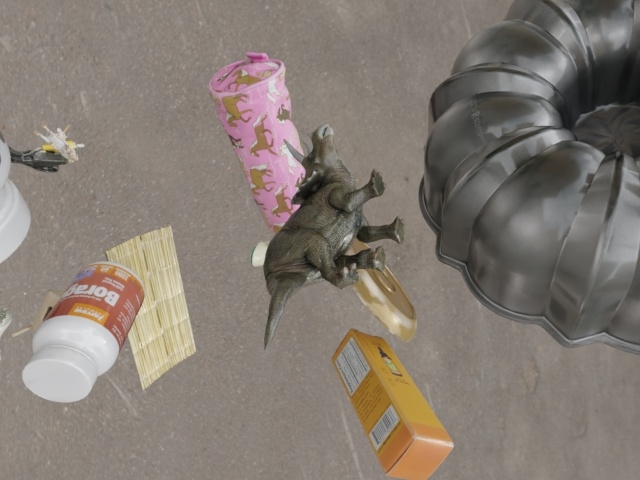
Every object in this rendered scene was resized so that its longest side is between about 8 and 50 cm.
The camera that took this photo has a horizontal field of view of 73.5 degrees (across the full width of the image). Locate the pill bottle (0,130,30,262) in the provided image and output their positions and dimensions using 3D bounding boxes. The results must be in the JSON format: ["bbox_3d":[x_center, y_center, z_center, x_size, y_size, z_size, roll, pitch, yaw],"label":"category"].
[{"bbox_3d":[-0.457,-0.121,0.420,0.210,0.363,0.210,2,49,-3],"label":"pill bottle"}]

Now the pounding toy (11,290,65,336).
[{"bbox_3d":[-0.701,0.205,1.137,0.100,0.130,0.141,24,88,10],"label":"pounding toy"}]

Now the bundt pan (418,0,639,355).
[{"bbox_3d":[0.231,-0.087,0.332,0.124,0.331,0.330,47,56,-56],"label":"bundt pan"}]

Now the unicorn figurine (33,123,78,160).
[{"bbox_3d":[-0.713,-0.270,1.165,0.060,0.111,0.162,-34,74,-5],"label":"unicorn figurine"}]

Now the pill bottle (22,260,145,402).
[{"bbox_3d":[-0.372,0.139,0.686,0.121,0.121,0.216,40,22,-24],"label":"pill bottle"}]

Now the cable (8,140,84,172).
[{"bbox_3d":[-0.835,-0.247,1.217,0.287,0.139,0.072,-9,78,-61],"label":"cable"}]

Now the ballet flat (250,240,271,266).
[{"bbox_3d":[-0.198,0.043,1.609,0.086,0.248,0.086,1,102,5],"label":"ballet flat"}]

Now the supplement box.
[{"bbox_3d":[0.098,0.238,0.656,0.078,0.233,0.080,23,108,-26],"label":"supplement box"}]

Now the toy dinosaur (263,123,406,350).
[{"bbox_3d":[0.000,0.000,0.524,0.121,0.160,0.313,46,54,-40],"label":"toy dinosaur"}]

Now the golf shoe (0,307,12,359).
[{"bbox_3d":[-0.694,0.217,0.890,0.176,0.069,0.086,-45,140,-4],"label":"golf shoe"}]

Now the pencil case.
[{"bbox_3d":[-0.103,-0.194,0.933,0.160,0.167,0.386,-21,133,-2],"label":"pencil case"}]

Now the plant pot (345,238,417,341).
[{"bbox_3d":[0.102,0.072,0.766,0.032,0.236,0.236,-38,112,14],"label":"plant pot"}]

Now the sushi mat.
[{"bbox_3d":[-0.342,0.136,0.890,0.151,0.019,0.316,-30,122,-50],"label":"sushi mat"}]
